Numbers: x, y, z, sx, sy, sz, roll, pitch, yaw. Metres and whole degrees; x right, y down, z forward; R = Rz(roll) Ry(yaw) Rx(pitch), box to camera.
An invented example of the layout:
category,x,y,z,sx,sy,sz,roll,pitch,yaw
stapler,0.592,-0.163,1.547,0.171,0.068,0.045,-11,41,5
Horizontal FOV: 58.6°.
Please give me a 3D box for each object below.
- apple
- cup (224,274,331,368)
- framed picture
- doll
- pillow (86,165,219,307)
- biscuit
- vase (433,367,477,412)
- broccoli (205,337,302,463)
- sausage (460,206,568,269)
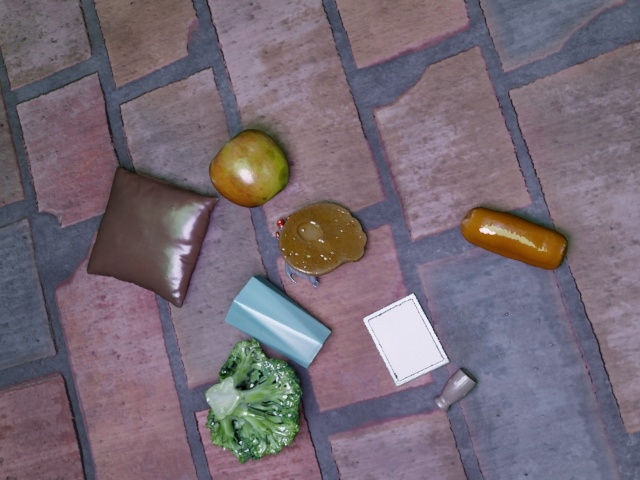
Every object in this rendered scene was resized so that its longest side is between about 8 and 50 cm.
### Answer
category,x,y,z,sx,sy,sz,roll,pitch,yaw
apple,-0.170,-0.171,1.397,0.196,0.196,0.196,-1,86,14
cup,-0.094,0.198,1.387,0.235,0.134,0.148,31,128,7
framed picture,0.203,0.238,1.366,0.142,0.011,0.183,-29,80,11
doll,-0.048,0.029,1.419,0.104,0.062,0.195,-17,73,-30
pillow,-0.443,-0.012,1.497,0.308,0.108,0.305,18,92,14
biscuit,0.000,0.000,1.381,0.208,0.049,0.181,-26,70,-15
vase,0.308,0.345,1.312,0.053,0.053,0.101,42,101,13
broccoli,-0.168,0.381,1.338,0.269,0.241,0.261,-37,65,4
sausage,0.434,-0.008,1.284,0.238,0.098,0.098,21,92,14
